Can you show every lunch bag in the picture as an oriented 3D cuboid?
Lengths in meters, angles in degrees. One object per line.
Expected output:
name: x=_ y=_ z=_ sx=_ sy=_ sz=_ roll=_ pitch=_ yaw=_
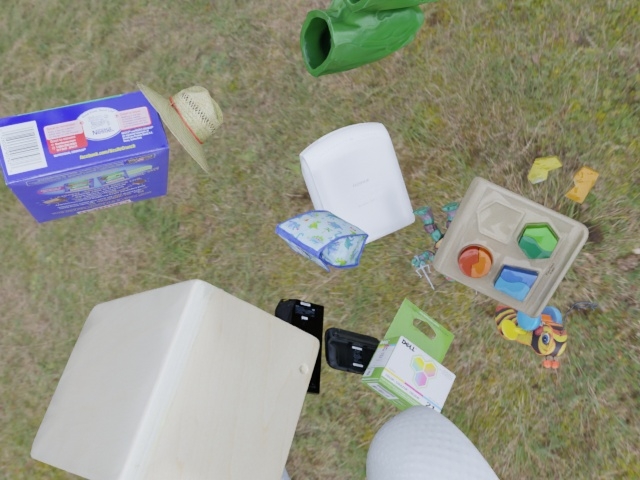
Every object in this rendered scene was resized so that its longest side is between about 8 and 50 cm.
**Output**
lunch bag: x=0.000 y=0.000 z=1.377 sx=0.128 sy=0.151 sz=0.096 roll=30 pitch=109 yaw=35

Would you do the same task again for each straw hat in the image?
straw hat: x=-0.152 y=-0.151 z=0.810 sx=0.061 sy=0.144 sz=0.144 roll=-38 pitch=78 yaw=1

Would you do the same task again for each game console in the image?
game console: x=0.027 y=0.277 z=1.648 sx=0.044 sy=0.361 sz=0.213 roll=-15 pitch=64 yaw=45

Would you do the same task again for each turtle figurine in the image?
turtle figurine: x=0.313 y=0.026 z=1.683 sx=0.175 sy=0.118 sz=0.234 roll=-12 pitch=101 yaw=13

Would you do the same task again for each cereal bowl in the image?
cereal bowl: x=0.167 y=0.426 z=0.997 sx=0.141 sy=0.339 sz=0.339 roll=-25 pitch=79 yaw=-17

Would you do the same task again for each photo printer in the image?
photo printer: x=0.096 y=-0.148 z=1.785 sx=0.256 sy=0.107 sz=0.308 roll=-23 pitch=108 yaw=-10

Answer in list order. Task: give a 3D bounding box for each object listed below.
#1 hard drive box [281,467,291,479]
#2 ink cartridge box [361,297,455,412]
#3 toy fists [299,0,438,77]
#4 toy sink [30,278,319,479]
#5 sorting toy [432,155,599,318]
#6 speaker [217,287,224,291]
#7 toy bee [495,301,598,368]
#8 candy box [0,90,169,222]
hard drive box: x=-0.107 y=0.366 z=0.973 sx=0.232 sy=0.089 sz=0.181 roll=57 pitch=150 yaw=38
ink cartridge box: x=0.246 y=0.291 z=1.682 sx=0.188 sy=0.097 sz=0.255 roll=37 pitch=65 yaw=-13
toy fists: x=0.076 y=-0.297 z=0.811 sx=0.142 sy=0.279 sz=0.096 roll=-16 pitch=79 yaw=-23
toy sink: x=-0.128 y=0.140 z=0.575 sx=0.234 sy=0.131 sz=0.153 roll=-16 pitch=50 yaw=51
sorting toy: x=0.363 y=-0.021 z=1.239 sx=0.229 sy=0.041 sz=0.307 roll=28 pitch=119 yaw=11
speaker: x=-0.172 y=0.155 z=1.266 sx=0.055 sy=0.055 sz=0.136 roll=-48 pitch=56 yaw=11
toy bee: x=0.554 y=0.240 z=1.714 sx=0.195 sy=0.298 sz=0.162 roll=7 pitch=80 yaw=-6
candy box: x=-0.425 y=-0.144 z=1.239 sx=0.268 sy=0.317 sz=0.122 roll=-15 pitch=82 yaw=-17
